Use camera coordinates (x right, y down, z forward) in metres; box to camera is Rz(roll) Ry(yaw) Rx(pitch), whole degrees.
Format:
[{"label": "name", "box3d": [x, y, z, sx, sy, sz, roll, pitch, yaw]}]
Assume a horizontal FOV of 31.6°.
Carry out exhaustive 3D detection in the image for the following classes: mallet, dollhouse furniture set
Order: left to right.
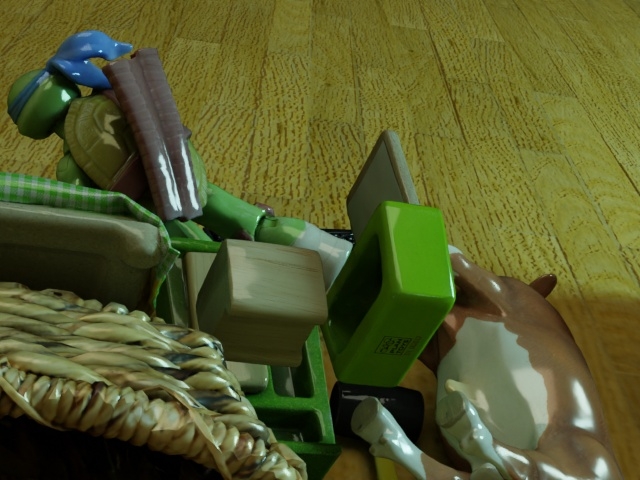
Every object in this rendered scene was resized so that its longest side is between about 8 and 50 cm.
[{"label": "dollhouse furniture set", "box3d": [-0.113, 0.010, 0.586, 0.301, 0.197, 0.151, 7, 47, -21]}, {"label": "mallet", "box3d": [0.051, 0.152, 0.689, 0.062, 0.039, 0.190, 5, 30, -16]}]

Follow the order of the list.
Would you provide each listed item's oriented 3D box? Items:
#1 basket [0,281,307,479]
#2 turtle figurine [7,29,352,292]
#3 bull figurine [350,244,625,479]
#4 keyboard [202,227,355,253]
[{"label": "basket", "box3d": [-0.146, 0.148, 0.406, 0.299, 0.213, 0.223, -1, 26, -21]}, {"label": "turtle figurine", "box3d": [-0.133, 0.012, 0.835, 0.266, 0.275, 0.198, 31, 3, -1]}, {"label": "bull figurine", "box3d": [0.106, 0.085, 0.712, 0.188, 0.101, 0.310, 32, 22, -26]}, {"label": "keyboard", "box3d": [0.000, 0.000, 0.982, 0.192, 0.038, 0.100, 0, 27, -18]}]
